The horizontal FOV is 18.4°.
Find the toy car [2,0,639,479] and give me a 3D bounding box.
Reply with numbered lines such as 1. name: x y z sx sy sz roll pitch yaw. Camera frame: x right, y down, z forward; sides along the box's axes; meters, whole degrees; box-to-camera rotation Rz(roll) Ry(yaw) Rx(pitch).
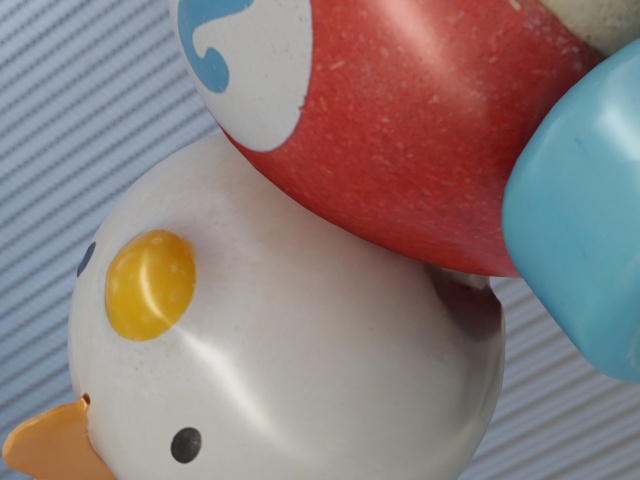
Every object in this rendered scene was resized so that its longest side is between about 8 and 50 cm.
1. toy car: 0.000 0.000 0.484 0.238 0.210 0.219 -44 57 14
